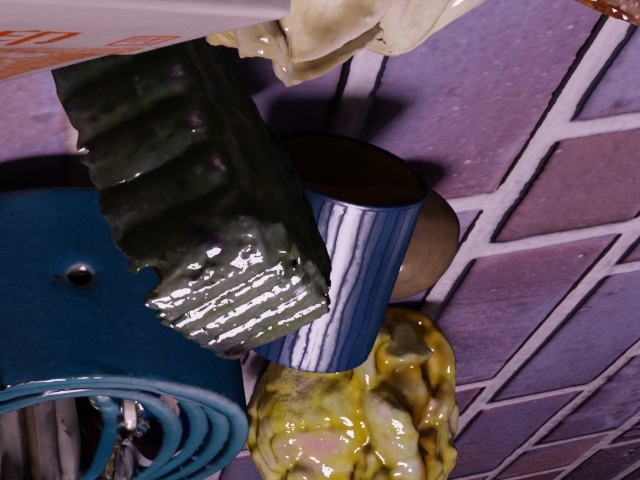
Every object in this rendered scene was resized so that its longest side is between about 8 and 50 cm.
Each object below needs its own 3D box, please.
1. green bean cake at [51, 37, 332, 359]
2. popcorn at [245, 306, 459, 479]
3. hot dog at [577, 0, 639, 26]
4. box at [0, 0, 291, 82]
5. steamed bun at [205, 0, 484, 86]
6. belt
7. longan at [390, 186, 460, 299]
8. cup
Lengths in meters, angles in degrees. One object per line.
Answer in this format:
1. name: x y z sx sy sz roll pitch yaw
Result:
1. green bean cake: -0.068 -0.034 0.832 0.094 0.181 0.173 -26 158 6
2. popcorn: 0.042 0.188 1.437 0.259 0.212 0.259 -13 167 -3
3. hot dog: 0.218 -0.185 0.714 0.259 0.114 0.175 -9 158 -15
4. box: -0.205 -0.088 0.560 0.204 0.051 0.365 -4 180 -43
5. steamed bun: 0.015 -0.158 0.619 0.177 0.106 0.192 -32 154 -20
6. belt: -0.213 0.104 1.094 0.300 0.173 0.436 -3 155 -11
7. longan: 0.050 0.000 1.107 0.106 0.106 0.119 5 171 -41
8. cup: 0.009 0.005 1.000 0.150 0.113 0.138 -37 147 -59
